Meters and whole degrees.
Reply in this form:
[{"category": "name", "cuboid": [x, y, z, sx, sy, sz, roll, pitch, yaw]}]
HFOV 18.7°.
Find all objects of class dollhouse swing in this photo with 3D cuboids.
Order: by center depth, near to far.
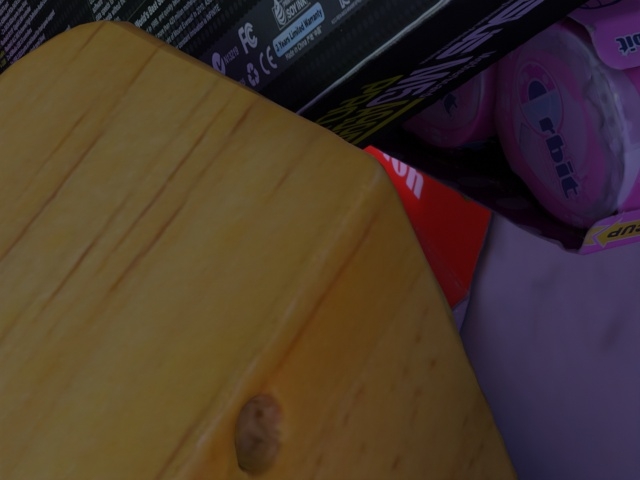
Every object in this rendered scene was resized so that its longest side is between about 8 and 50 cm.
[{"category": "dollhouse swing", "cuboid": [-0.094, 0.146, 0.519, 0.305, 0.315, 0.347, 9, 139, 33]}]

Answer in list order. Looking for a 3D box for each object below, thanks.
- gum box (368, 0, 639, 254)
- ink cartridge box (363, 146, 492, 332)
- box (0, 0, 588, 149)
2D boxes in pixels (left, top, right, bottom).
[{"category": "gum box", "cuboid": [0.065, -0.059, 0.531, 0.188, 0.107, 0.062, 33, 130, 53]}, {"category": "ink cartridge box", "cuboid": [0.000, 0.000, 0.754, 0.145, 0.045, 0.179, 53, 148, 36]}, {"category": "box", "cuboid": [-0.037, -0.123, 0.496, 0.270, 0.060, 0.216, -31, 77, 63]}]
